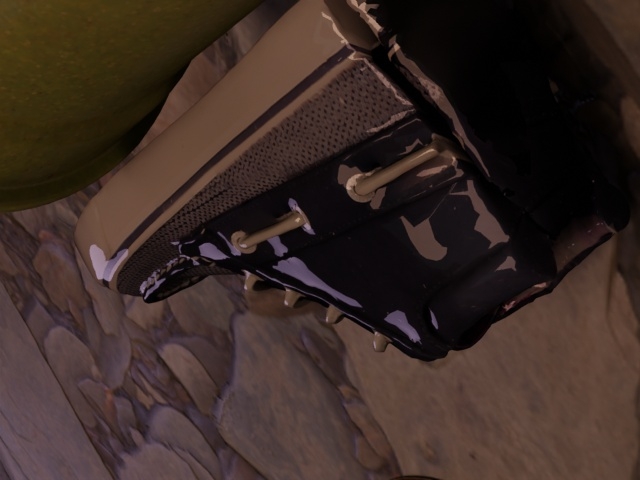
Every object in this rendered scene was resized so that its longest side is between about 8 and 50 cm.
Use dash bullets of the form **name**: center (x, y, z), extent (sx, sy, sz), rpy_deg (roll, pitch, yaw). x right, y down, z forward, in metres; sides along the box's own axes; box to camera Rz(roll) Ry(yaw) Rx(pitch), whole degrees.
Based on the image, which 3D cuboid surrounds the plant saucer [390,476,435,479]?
- **plant saucer**: center (0.086, 0.229, 0.979), extent (0.198, 0.036, 0.198), rpy_deg (32, 141, 31)

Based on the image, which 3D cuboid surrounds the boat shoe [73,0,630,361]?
- **boat shoe**: center (0.000, 0.000, 0.800), extent (0.158, 0.127, 0.340), rpy_deg (58, 148, 4)

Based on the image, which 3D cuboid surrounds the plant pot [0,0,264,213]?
- **plant pot**: center (-0.091, -0.175, 0.674), extent (0.254, 0.276, 0.276), rpy_deg (-21, 102, 45)
